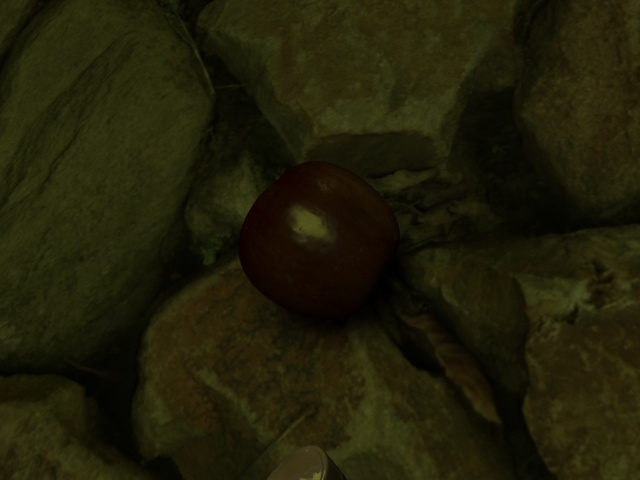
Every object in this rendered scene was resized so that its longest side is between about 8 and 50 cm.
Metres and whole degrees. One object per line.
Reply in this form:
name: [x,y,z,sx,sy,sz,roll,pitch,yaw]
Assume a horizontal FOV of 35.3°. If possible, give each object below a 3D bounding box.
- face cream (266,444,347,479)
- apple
face cream: [0.000,0.266,0.963,0.057,0.198,0.084,28,69,33]
apple: [0.000,0.000,1.165,0.168,0.181,0.181,29,69,8]
